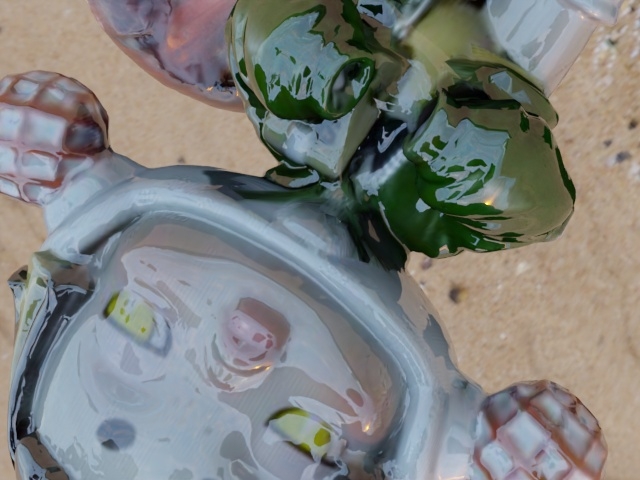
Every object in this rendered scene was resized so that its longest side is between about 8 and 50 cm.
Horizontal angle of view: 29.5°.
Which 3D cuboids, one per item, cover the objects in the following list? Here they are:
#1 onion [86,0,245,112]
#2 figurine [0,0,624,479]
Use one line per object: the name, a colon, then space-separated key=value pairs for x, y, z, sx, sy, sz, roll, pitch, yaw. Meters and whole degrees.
onion: x=-0.058 y=-0.229 z=0.820 sx=0.195 sy=0.272 sz=0.272 roll=19 pitch=124 yaw=51
figurine: x=0.000 y=0.000 z=0.490 sx=0.281 sy=0.167 sz=0.370 roll=32 pitch=99 yaw=5
